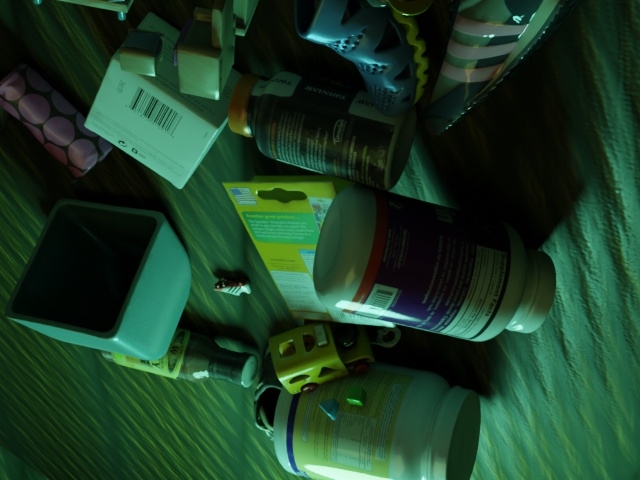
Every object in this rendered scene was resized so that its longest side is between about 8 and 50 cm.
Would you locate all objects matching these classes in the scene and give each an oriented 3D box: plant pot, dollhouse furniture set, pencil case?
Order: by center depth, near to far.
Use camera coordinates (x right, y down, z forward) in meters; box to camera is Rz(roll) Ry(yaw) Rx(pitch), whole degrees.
[{"bbox_3d":[-0.224,-0.353,1.042,0.304,0.286,0.198,12,141,3],"label":"dollhouse furniture set"},{"bbox_3d":[-0.456,-0.198,1.532,0.209,0.095,0.098,48,154,-21],"label":"pencil case"},{"bbox_3d":[-0.379,0.098,1.711,0.247,0.247,0.252,8,156,25],"label":"plant pot"}]

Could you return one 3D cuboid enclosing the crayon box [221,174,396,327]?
[{"bbox_3d":[0.000,0.000,1.476,0.203,0.083,0.322,2,136,30],"label":"crayon box"}]

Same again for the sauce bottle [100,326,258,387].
[{"bbox_3d":[-0.297,0.236,1.916,0.345,0.111,0.111,8,138,22],"label":"sauce bottle"}]

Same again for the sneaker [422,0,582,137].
[{"bbox_3d":[0.191,-0.251,1.071,0.131,0.112,0.319,46,140,5],"label":"sneaker"}]

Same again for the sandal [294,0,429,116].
[{"bbox_3d":[0.025,-0.276,1.077,0.126,0.138,0.317,31,153,55],"label":"sandal"}]

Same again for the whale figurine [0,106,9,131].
[{"bbox_3d":[-0.673,-0.224,1.591,0.272,0.141,0.216,-8,130,39],"label":"whale figurine"}]

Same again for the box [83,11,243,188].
[{"bbox_3d":[-0.230,-0.204,1.354,0.181,0.119,0.182,34,143,-7],"label":"box"}]

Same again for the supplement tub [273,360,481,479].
[{"bbox_3d":[0.107,0.345,1.676,0.332,0.241,0.241,8,138,26],"label":"supplement tub"}]

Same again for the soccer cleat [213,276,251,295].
[{"bbox_3d":[-0.169,0.090,1.731,0.083,0.029,0.035,-8,125,32],"label":"soccer cleat"}]

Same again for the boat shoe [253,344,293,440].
[{"bbox_3d":[-0.091,0.340,1.884,0.132,0.130,0.355,18,141,13],"label":"boat shoe"}]

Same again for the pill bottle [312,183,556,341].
[{"bbox_3d":[0.163,0.040,1.300,0.323,0.181,0.181,13,145,-15],"label":"pill bottle"}]

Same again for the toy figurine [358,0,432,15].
[{"bbox_3d":[0.068,-0.349,0.909,0.209,0.213,0.148,41,180,-16],"label":"toy figurine"}]

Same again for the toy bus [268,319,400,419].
[{"bbox_3d":[0.009,0.188,1.600,0.191,0.202,0.104,19,157,30],"label":"toy bus"}]

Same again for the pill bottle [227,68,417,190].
[{"bbox_3d":[-0.001,-0.160,1.252,0.246,0.130,0.130,17,141,14],"label":"pill bottle"}]
